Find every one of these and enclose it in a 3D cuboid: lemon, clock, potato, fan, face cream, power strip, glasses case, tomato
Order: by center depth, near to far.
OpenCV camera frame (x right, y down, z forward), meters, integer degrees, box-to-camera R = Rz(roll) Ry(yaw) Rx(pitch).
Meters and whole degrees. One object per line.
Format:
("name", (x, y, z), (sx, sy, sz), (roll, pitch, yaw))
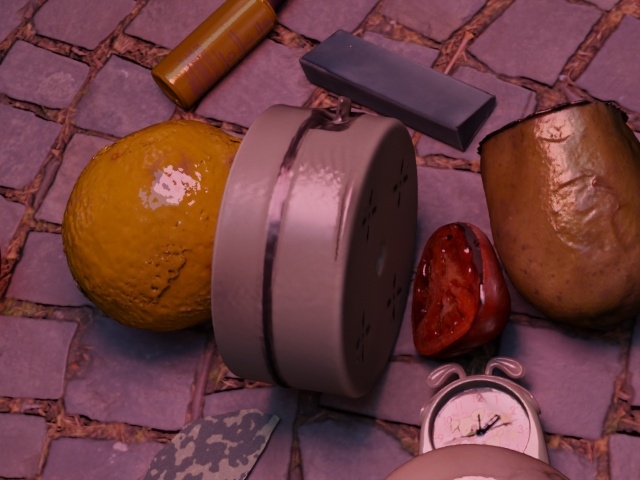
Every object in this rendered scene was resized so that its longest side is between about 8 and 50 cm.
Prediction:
("clock", (0.191, 0.231, 1.504), (0.151, 0.062, 0.191), (-8, 60, 12))
("power strip", (0.000, 0.000, 1.512), (0.161, 0.357, 0.358), (9, 65, 17))
("potato", (0.313, -0.021, 1.544), (0.229, 0.229, 0.266), (-12, 75, 9))
("tomato", (0.184, 0.061, 1.565), (0.082, 0.166, 0.174), (15, 64, -22))
("fan", (-0.150, 0.292, 1.593), (0.240, 0.009, 0.131), (-43, 60, -10))
("lemon", (-0.188, -0.024, 1.625), (0.310, 0.258, 0.258), (-38, 56, 20))
("glasses case", (0.105, -0.209, 1.780), (0.266, 0.056, 0.105), (28, 48, 26))
("face cream", (-0.127, -0.311, 1.874), (0.273, 0.078, 0.078), (-45, 61, -11))

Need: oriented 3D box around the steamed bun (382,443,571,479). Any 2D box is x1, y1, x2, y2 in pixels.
("steamed bun", (0.173, 0.344, 1.358), (0.282, 0.177, 0.283), (2, 102, 11))
